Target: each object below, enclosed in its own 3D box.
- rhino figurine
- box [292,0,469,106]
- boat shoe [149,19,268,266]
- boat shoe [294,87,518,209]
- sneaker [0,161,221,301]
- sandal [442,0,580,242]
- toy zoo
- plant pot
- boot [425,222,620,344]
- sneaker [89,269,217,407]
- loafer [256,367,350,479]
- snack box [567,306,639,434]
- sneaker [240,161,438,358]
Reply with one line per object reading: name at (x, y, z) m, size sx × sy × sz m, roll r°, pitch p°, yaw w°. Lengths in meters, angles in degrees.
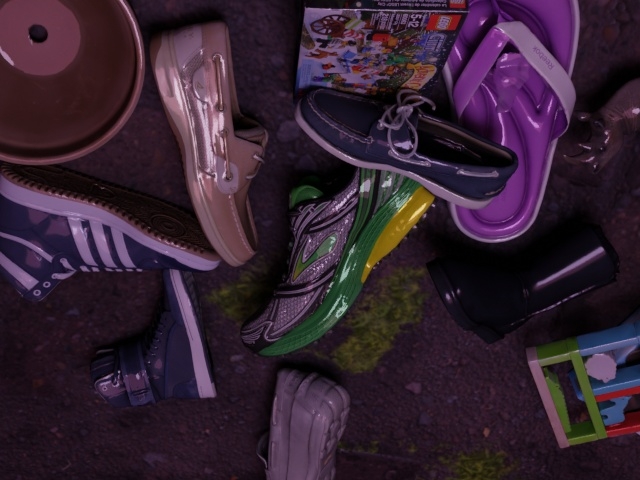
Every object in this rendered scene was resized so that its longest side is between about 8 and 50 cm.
rhino figurine at (0.393, -0.149, 1.124) m, size 0.243 × 0.073 × 0.106 m, roll -24°, pitch 122°, yaw -4°
box at (0.054, -0.207, 1.010) m, size 0.159 × 0.044 × 0.233 m, roll 1°, pitch 165°, yaw -4°
boat shoe at (-0.110, -0.107, 1.112) m, size 0.098 × 0.109 × 0.302 m, roll -12°, pitch 116°, yaw 5°
boat shoe at (0.097, -0.114, 1.056) m, size 0.254 × 0.095 × 0.079 m, roll 26°, pitch 140°, yaw -6°
sneaker at (-0.271, 0.015, 1.173) m, size 0.282 × 0.099 × 0.153 m, roll 21°, pitch 113°, yaw -8°
sandal at (0.223, -0.166, 1.098) m, size 0.169 × 0.102 × 0.416 m, roll -8°, pitch 124°, yaw 1°
toy zoo at (0.445, 0.183, 1.285) m, size 0.293 × 0.030 × 0.192 m, roll -16°, pitch 127°, yaw 15°
plant pot at (-0.308, -0.209, 1.021) m, size 0.237 × 0.110 × 0.237 m, roll -4°, pitch 116°, yaw -9°
boot at (0.262, 0.037, 1.197) m, size 0.207 × 0.094 × 0.246 m, roll -31°, pitch 150°, yaw 14°
sneaker at (-0.232, 0.132, 1.257) m, size 0.163 × 0.086 × 0.226 m, roll -7°, pitch 123°, yaw -3°
loafer at (-0.038, 0.316, 1.386) m, size 0.111 × 0.112 × 0.319 m, roll 26°, pitch 124°, yaw 22°
snack box at (0.544, 0.221, 1.386) m, size 0.322 × 0.060 × 0.187 m, roll 30°, pitch 115°, yaw -20°
sneaker at (0.000, 0.000, 1.185) m, size 0.146 × 0.134 × 0.343 m, roll 32°, pitch 105°, yaw -14°
